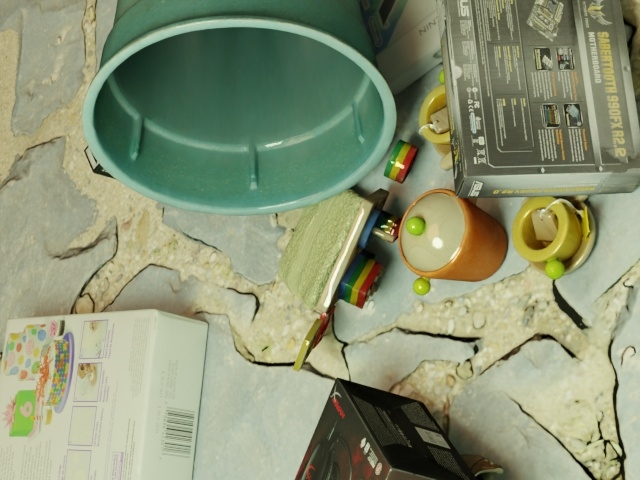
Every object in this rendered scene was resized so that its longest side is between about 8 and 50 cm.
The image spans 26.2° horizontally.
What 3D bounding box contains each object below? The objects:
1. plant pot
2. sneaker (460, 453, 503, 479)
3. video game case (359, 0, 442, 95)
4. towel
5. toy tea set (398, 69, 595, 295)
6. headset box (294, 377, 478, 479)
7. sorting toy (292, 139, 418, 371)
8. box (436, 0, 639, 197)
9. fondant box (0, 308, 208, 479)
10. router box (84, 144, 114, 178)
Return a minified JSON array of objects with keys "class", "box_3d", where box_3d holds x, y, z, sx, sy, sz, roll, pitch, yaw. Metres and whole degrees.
[{"class":"plant pot","box_3d":[-0.094,-0.261,1.579,0.341,0.341,0.334,-29,49,35]},{"class":"sneaker","box_3d":[0.146,0.309,1.381,0.071,0.066,0.188,-10,71,41]},{"class":"video game case","box_3d":[0.144,-0.381,1.612,0.300,0.036,0.329,-34,56,32]},{"class":"towel","box_3d":[0.000,0.000,1.629,0.110,0.027,0.148,40,107,54]},{"class":"toy tea set","box_3d":[0.163,-0.106,1.448,0.200,0.124,0.336,-23,63,38]},{"class":"headset box","box_3d":[0.034,0.320,1.386,0.218,0.110,0.293,-125,55,-68]},{"class":"sorting toy","box_3d":[0.048,0.024,1.529,0.046,0.132,0.274,25,101,7]},{"class":"box","box_3d":[0.218,-0.159,1.382,0.056,0.183,0.231,103,164,-69]},{"class":"fondant box","box_3d":[-0.301,0.221,1.816,0.330,0.096,0.238,-6,74,42]},{"class":"router box","box_3d":[-0.190,-0.123,1.754,0.133,0.179,0.046,-44,54,24]}]
